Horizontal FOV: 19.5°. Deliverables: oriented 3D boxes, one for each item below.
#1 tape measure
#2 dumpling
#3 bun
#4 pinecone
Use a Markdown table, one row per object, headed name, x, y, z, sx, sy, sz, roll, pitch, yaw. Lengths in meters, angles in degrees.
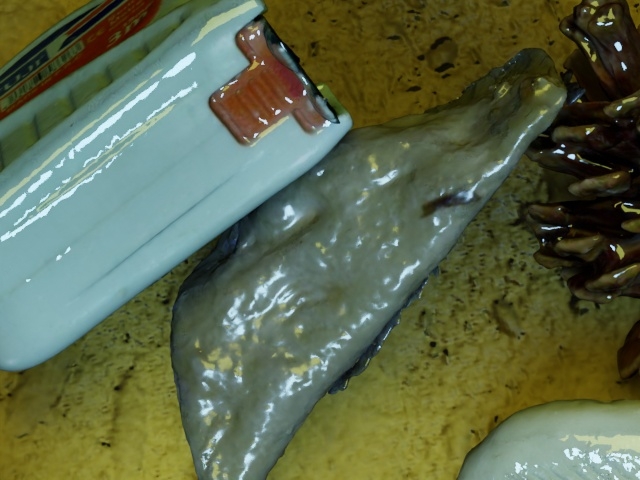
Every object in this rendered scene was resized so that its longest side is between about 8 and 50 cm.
| name | x | y | z | sx | sy | sz | roll | pitch | yaw |
| --- | --- | --- | --- | --- | --- | --- | --- | --- | --- |
| tape measure | -0.117 | -0.047 | 1.052 | 0.243 | 0.246 | 0.125 | -36 | 111 | 2 |
| dumpling | -0.002 | 0.000 | 1.044 | 0.332 | 0.086 | 0.166 | -49 | 31 | 12 |
| bun | 0.157 | 0.161 | 0.997 | 0.183 | 0.102 | 0.183 | 3 | 103 | 14 |
| pinecone | 0.196 | -0.037 | 1.033 | 0.212 | 0.168 | 0.185 | 47 | 55 | 0 |
